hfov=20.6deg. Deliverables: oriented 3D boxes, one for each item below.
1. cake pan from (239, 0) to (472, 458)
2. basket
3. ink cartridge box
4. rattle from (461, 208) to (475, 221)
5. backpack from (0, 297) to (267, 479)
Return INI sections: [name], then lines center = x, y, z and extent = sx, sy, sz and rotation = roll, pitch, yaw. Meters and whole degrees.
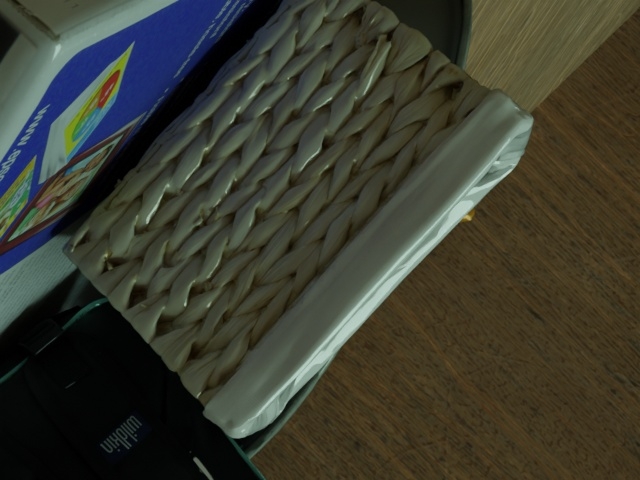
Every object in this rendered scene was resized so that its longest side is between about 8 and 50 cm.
[cake pan]
center = -0.023, -0.022, 0.893
extent = 0.293, 0.054, 0.293
rotation = -55, -163, 26
[basket]
center = -0.008, -0.016, 0.704
extent = 0.167, 0.103, 0.113
rotation = -46, 174, 1
[ink cartridge box]
center = -0.107, -0.034, 0.710
extent = 0.303, 0.072, 0.307
rotation = -51, 175, 34
[rattle]
center = 0.000, 0.000, 1.356
extent = 0.200, 0.142, 0.130
rotation = -53, -169, 11
[backpack]
center = -0.098, 0.147, 0.771
extent = 0.166, 0.188, 0.144
rotation = -41, 174, -39
